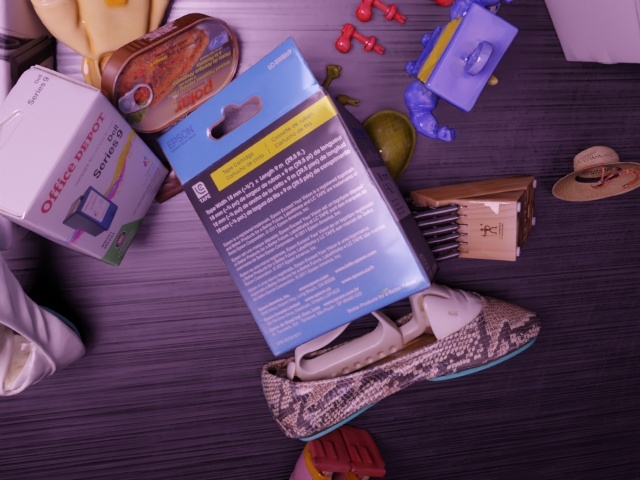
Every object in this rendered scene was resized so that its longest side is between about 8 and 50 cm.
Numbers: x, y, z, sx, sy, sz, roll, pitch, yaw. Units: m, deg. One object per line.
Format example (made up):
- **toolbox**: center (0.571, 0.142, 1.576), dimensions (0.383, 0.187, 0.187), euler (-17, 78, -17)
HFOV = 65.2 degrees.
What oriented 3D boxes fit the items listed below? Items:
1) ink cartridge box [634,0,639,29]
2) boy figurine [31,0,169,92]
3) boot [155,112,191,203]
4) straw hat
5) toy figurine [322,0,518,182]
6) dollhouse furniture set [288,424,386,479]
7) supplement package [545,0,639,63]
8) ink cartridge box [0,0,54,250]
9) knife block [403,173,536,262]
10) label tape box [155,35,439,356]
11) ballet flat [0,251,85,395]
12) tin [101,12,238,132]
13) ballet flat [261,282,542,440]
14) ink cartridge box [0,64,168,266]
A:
- **ink cartridge box**: center (0.511, -0.298, 0.567), dimensions (0.304, 0.072, 0.307), euler (-29, 117, -3)
- **boy figurine**: center (-0.249, -0.279, 0.581), dimensions (0.177, 0.092, 0.284), euler (-26, 139, -46)
- **boot**: center (-0.210, -0.115, 0.715), dimensions (0.114, 0.037, 0.106), euler (-20, 112, 3)
- **straw hat**: center (0.452, -0.119, 0.818), dimensions (0.145, 0.144, 0.061), euler (5, 70, -12)
- **toy figurine**: center (0.129, -0.219, 0.636), dimensions (0.191, 0.217, 0.362), euler (26, 104, -19)
- **dollhouse furniture set**: center (0.036, 0.500, 0.825), dimensions (0.152, 0.374, 0.201), euler (18, 106, -22)
- **supplement package**: center (0.390, -0.399, 0.632), dimensions (0.175, 0.177, 0.292), euler (-34, 114, 2)
- **ink cartridge box**: center (-0.472, -0.210, 0.554), dimensions (0.286, 0.166, 0.394), euler (6, 110, -13)
- **knife block**: center (0.192, -0.037, 0.782), dimensions (0.242, 0.276, 0.088), euler (5, 110, 29)
- **label tape box**: center (-0.029, -0.048, 0.665), dimensions (0.241, 0.106, 0.333), euler (-28, 90, 23)
- **ballet flat**: center (-0.409, 0.117, 0.615), dimensions (0.139, 0.139, 0.400), euler (-4, 147, -9)
- **tin**: center (-0.183, -0.210, 0.625), dimensions (0.190, 0.040, 0.106), euler (-42, 145, -28)
- **ballet flat**: center (0.123, 0.170, 0.832), dimensions (0.484, 0.164, 0.181), euler (-24, 105, 3)
- **ink cartridge box**: center (-0.284, -0.073, 0.589), dimensions (0.093, 0.212, 0.154), euler (21, 76, 10)
